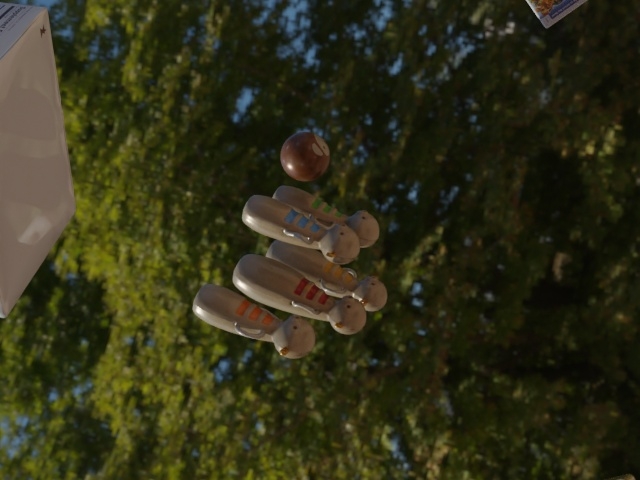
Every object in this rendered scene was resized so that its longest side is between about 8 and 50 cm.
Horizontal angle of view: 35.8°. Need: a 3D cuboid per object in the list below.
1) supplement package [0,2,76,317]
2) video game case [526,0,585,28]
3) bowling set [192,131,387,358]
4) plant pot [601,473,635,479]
[{"bbox_3d":[-0.317,-0.070,0.751,0.149,0.203,0.194,-74,-11,-52],"label":"supplement package"},{"bbox_3d":[0.241,-0.297,1.042,0.122,0.087,0.011,49,-163,-21],"label":"video game case"},{"bbox_3d":[0.000,0.000,1.054,0.287,0.154,0.199,-40,-29,-68],"label":"bowling set"},{"bbox_3d":[0.278,0.268,0.958,0.083,0.081,0.081,-4,-106,-62],"label":"plant pot"}]
